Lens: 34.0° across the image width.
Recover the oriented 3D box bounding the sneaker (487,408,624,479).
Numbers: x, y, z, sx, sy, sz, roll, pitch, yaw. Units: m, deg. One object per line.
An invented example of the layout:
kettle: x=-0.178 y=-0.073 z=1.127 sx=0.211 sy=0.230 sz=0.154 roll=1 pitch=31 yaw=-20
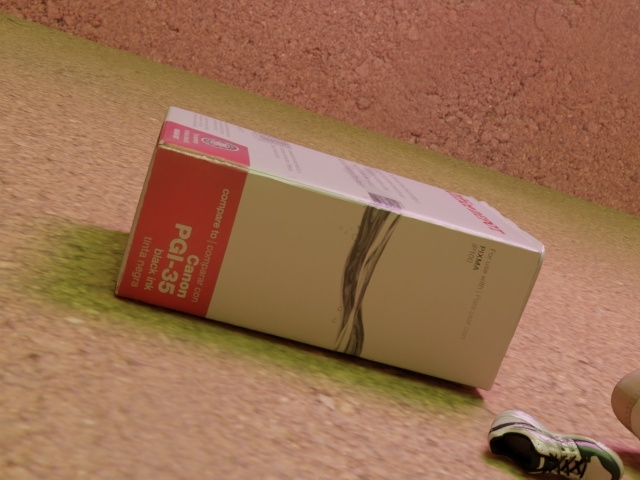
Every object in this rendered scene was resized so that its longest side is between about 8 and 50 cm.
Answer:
sneaker: x=0.140 y=0.133 z=0.635 sx=0.083 sy=0.032 sz=0.037 roll=18 pitch=23 yaw=22

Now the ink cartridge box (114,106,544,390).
ink cartridge box: x=0.000 y=0.000 z=0.808 sx=0.283 sy=0.117 sz=0.207 roll=16 pitch=11 yaw=-10

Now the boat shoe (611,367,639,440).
boat shoe: x=0.346 y=0.132 z=0.775 sx=0.302 sy=0.109 sz=0.098 roll=5 pitch=17 yaw=-31
